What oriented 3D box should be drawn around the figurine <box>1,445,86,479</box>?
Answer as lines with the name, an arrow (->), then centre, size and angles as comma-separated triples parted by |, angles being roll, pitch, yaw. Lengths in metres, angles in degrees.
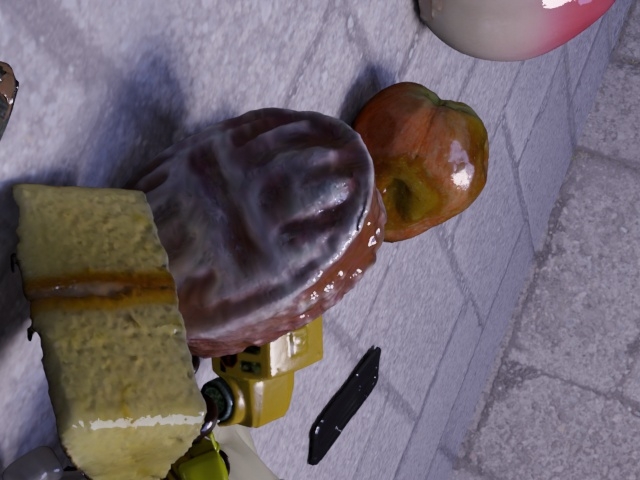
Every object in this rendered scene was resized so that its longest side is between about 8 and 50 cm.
figurine -> -0.300, 0.290, 0.933 | 0.308, 0.143, 0.308 | -51, 153, -40

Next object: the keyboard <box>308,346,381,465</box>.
keyboard -> 0.046, 0.295, 1.987 | 0.262, 0.016, 0.106 | -46, 148, -47

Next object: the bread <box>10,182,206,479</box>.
bread -> -0.183, 0.074, 0.932 | 0.141, 0.266, 0.178 | -28, 147, 7

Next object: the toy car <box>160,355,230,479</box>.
toy car -> -0.166, 0.229, 1.153 | 0.142, 0.248, 0.200 | -19, 126, -11

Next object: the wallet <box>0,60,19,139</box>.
wallet -> -0.320, -0.084, 0.706 | 0.169, 0.044, 0.317 | -69, 159, -2

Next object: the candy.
candy -> -0.075, -0.006, 1.093 | 0.289, 0.214, 0.157 | -27, 153, 2

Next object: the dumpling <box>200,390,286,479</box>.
dumpling -> -0.120, 0.374, 1.407 | 0.315, 0.233, 0.395 | -55, 133, -78

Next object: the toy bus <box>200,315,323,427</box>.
toy bus -> -0.067, 0.050, 1.270 | 0.121, 0.123, 0.336 | -16, 108, -48

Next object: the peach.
peach -> 0.138, -0.105, 1.621 | 0.214, 0.214, 0.236 | -33, 144, -59

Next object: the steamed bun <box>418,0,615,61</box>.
steamed bun -> 0.316, -0.409, 1.690 | 0.309, 0.309, 0.309 | -51, 151, -43
